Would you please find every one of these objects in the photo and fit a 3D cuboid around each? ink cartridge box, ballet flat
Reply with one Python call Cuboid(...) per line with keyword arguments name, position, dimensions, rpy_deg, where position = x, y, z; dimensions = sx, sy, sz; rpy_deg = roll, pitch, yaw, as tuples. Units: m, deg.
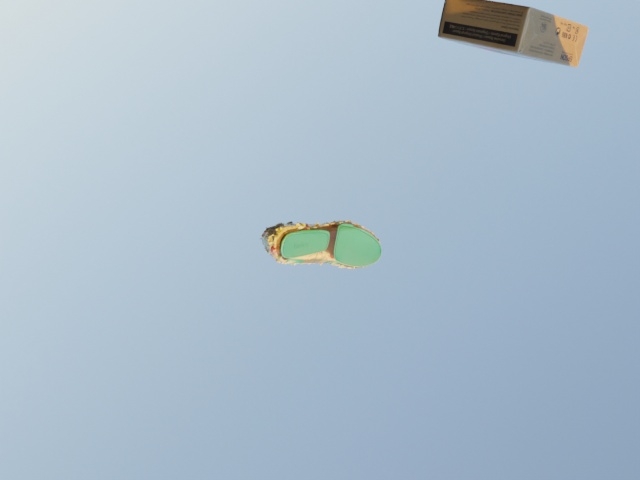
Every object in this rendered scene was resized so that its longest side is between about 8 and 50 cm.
Cuboid(name="ink cartridge box", position=(0.377, -0.407, 1.541), dimensions=(0.234, 0.088, 0.193), rpy_deg=(-3, -160, -44))
Cuboid(name="ballet flat", position=(0.000, 0.000, 1.362), dimensions=(0.077, 0.240, 0.091), rpy_deg=(21, -80, 50))
